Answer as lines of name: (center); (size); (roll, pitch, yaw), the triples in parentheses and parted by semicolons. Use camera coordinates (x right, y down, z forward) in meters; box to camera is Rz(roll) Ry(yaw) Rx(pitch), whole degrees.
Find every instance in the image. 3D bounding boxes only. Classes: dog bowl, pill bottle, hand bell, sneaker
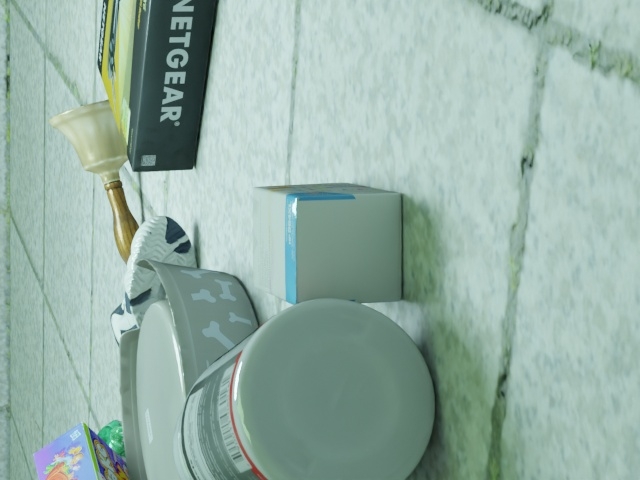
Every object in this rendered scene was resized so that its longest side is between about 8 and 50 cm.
dog bowl: (-0.143, 0.190, 1.735); (0.349, 0.102, 0.349); (178, 90, -72)
pill bottle: (-0.026, 0.154, 1.290); (0.283, 0.161, 0.161); (139, 125, -67)
hand bell: (-0.288, -0.068, 2.165); (0.126, 0.126, 0.242); (164, 90, -71)
sneaker: (-0.218, 0.072, 1.949); (0.153, 0.094, 0.235); (28, 129, 59)

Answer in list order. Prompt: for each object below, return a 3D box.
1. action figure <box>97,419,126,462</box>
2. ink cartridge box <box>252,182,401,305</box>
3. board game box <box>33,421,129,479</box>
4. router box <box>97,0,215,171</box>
action figure: (-0.301, 0.326, 2.285); (0.232, 0.063, 0.137); (112, 151, -59)
ink cartridge box: (0.000, 0.000, 1.294); (0.143, 0.092, 0.090); (-162, 71, -70)
board game box: (-0.214, 0.407, 1.817); (0.233, 0.078, 0.347); (51, -173, -39)
router box: (-0.200, -0.275, 1.863); (0.243, 0.081, 0.309); (-115, 28, -48)
